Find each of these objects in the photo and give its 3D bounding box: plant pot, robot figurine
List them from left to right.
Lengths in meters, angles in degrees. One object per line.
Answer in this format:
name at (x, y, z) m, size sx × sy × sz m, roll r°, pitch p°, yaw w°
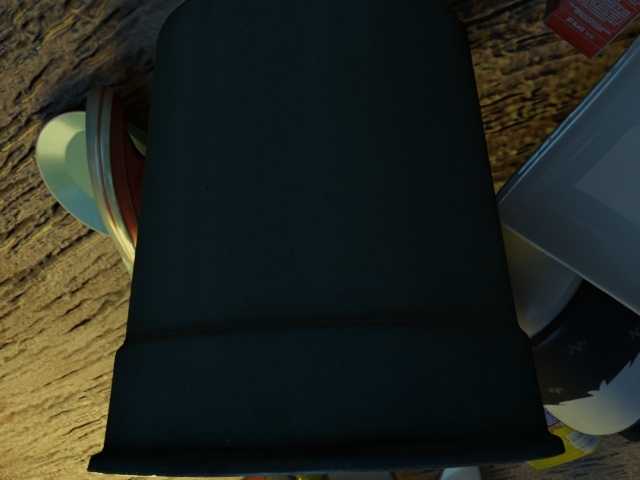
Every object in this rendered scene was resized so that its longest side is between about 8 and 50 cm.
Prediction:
plant pot at (0.000, 0.000, 0.642) m, size 0.341 × 0.334 × 0.341 m, roll -1°, pitch 167°, yaw 0°
robot figurine at (0.246, 0.076, 0.811) m, size 0.278 × 0.209 × 0.173 m, roll 38°, pitch 169°, yaw -16°

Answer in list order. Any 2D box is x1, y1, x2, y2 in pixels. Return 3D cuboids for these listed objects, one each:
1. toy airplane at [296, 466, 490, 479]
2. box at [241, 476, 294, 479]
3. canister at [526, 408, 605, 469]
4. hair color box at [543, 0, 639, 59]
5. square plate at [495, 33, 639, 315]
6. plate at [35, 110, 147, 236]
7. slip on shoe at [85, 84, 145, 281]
toy airplane at (0.050, 0.366, 1.122) m, size 0.384 × 0.272 × 0.386 m, roll 25°, pitch 99°, yaw -17°
box at (-0.123, 0.561, 1.268) m, size 0.168 × 0.345 × 0.215 m, roll 38°, pitch 133°, yaw -14°
canister at (0.242, 0.197, 0.988) m, size 0.170 × 0.073 × 0.126 m, roll 39°, pitch 133°, yaw -18°
hair color box at (0.237, -0.222, 0.590) m, size 0.053 × 0.093 × 0.167 m, roll 34°, pitch 133°, yaw -11°
square plate at (0.373, -0.064, 0.656) m, size 0.347 × 0.049 × 0.344 m, roll 33°, pitch 114°, yaw -10°
plate at (-0.239, -0.076, 0.954) m, size 0.188 × 0.024 × 0.188 m, roll 11°, pitch 133°, yaw 12°
slip on shoe at (-0.174, -0.023, 0.896) m, size 0.101 × 0.123 × 0.331 m, roll -16°, pitch 126°, yaw -1°
